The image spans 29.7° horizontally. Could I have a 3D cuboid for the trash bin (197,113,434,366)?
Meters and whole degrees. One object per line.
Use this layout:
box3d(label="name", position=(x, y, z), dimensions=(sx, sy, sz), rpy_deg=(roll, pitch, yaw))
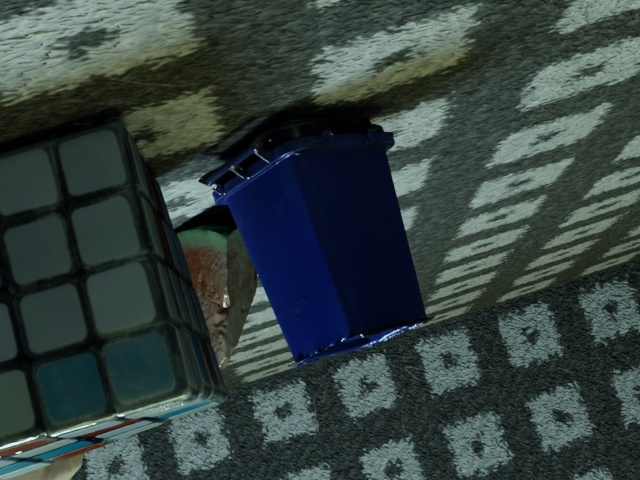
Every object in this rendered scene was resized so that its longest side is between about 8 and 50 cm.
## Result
box3d(label="trash bin", position=(0.000, 0.000, 1.245), dimensions=(0.184, 0.234, 0.162), rpy_deg=(-9, 166, -42))

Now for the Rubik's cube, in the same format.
box3d(label="Rubik's cube", position=(-0.251, 0.066, 1.122), dimensions=(0.256, 0.259, 0.253), rpy_deg=(-18, 170, -1))

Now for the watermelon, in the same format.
box3d(label="watermelon", position=(-0.162, 0.056, 1.509), dimensions=(0.207, 0.202, 0.136), rpy_deg=(-25, 128, 20))

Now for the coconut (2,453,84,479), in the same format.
box3d(label="coconut", position=(-0.452, 0.226, 1.441), dimensions=(0.352, 0.353, 0.352), rpy_deg=(-17, 168, -4))
